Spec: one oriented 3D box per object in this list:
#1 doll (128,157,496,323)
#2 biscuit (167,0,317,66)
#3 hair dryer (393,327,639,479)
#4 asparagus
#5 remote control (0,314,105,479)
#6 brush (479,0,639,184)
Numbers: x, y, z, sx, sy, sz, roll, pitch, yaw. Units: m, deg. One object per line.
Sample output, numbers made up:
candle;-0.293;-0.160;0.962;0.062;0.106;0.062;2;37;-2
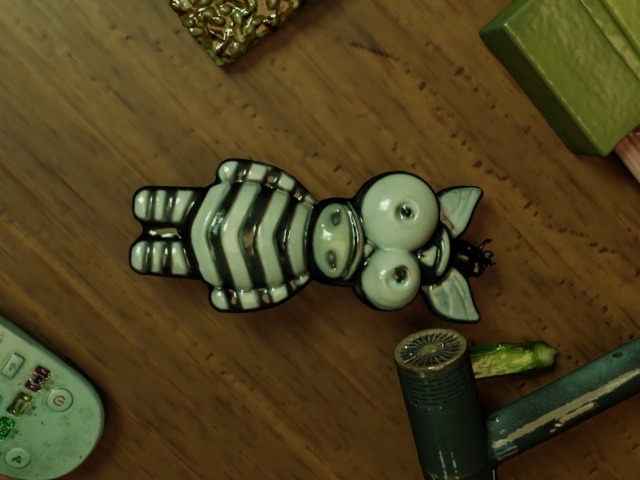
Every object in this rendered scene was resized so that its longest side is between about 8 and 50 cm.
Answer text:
doll;0.000;0.000;0.445;0.219;0.067;0.091;4;88;-7
biscuit;-0.076;-0.229;0.418;0.131;0.026;0.237;-36;102;1
hair dryer;0.156;0.118;0.475;0.194;0.050;0.173;-16;114;-2
asparagus;0.104;0.077;0.489;0.108;0.021;0.025;-6;99;-3
remote control;-0.245;0.060;0.448;0.256;0.045;0.097;38;96;-13
brush;0.208;-0.071;0.458;0.103;0.047;0.233;-40;101;3
